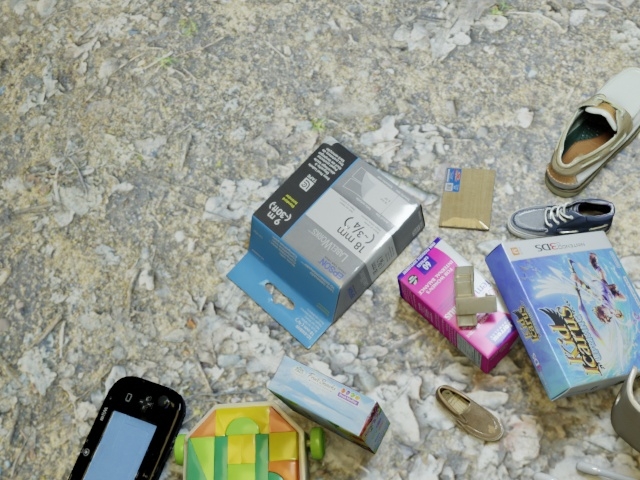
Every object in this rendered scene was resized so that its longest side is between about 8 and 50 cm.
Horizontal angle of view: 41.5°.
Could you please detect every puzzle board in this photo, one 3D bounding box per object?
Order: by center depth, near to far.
[{"bbox_3d":[0.286,-0.082,1.642,0.096,0.011,0.128,5,68,14],"label":"puzzle board"}]

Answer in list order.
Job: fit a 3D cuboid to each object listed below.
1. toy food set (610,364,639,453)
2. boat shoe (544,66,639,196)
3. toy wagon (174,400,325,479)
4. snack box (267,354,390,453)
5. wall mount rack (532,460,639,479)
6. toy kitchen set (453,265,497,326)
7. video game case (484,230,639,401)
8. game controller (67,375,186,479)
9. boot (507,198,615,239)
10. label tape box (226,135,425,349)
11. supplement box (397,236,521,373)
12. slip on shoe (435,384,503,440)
[{"bbox_3d":[0.592,0.320,1.298,0.306,0.219,0.092,39,80,23],"label":"toy food set"},{"bbox_3d":[0.537,-0.219,1.600,0.113,0.103,0.302,31,76,21],"label":"boat shoe"},{"bbox_3d":[-0.125,0.455,1.462,0.267,0.068,0.344,-5,66,9],"label":"toy wagon"},{"bbox_3d":[0.019,0.281,1.431,0.174,0.207,0.070,24,74,18],"label":"snack box"},{"bbox_3d":[0.487,0.433,1.246,0.130,0.350,0.304,-45,60,20],"label":"wall mount rack"},{"bbox_3d":[0.265,0.093,1.439,0.068,0.075,0.083,-4,107,12],"label":"toy kitchen set"},{"bbox_3d":[0.439,0.118,1.435,0.244,0.061,0.269,-7,62,-28],"label":"video game case"},{"bbox_3d":[-0.365,0.407,1.529,0.166,0.067,0.319,16,71,17],"label":"game controller"},{"bbox_3d":[0.441,-0.047,1.555,0.190,0.086,0.069,-2,67,10],"label":"boot"},{"bbox_3d":[0.000,0.000,1.610,0.241,0.106,0.333,39,79,23],"label":"label tape box"},{"bbox_3d":[0.254,0.116,1.510,0.111,0.114,0.220,-44,68,-10],"label":"supplement box"},{"bbox_3d":[0.258,0.298,1.469,0.135,0.041,0.051,40,79,23],"label":"slip on shoe"}]
